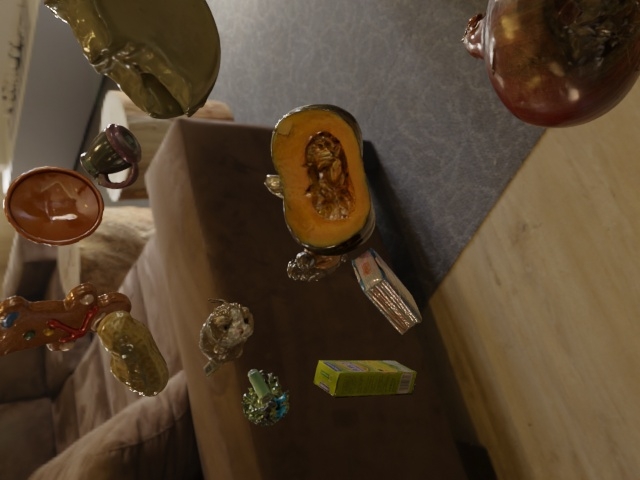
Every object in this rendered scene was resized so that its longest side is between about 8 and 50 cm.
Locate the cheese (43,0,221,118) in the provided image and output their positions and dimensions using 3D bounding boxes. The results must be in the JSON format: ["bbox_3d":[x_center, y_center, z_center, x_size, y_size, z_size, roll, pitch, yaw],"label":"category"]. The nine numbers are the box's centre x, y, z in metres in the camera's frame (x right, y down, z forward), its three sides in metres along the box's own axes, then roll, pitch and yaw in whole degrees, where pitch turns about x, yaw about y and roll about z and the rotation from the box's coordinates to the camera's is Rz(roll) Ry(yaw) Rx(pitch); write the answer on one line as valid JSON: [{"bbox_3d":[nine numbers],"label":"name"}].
[{"bbox_3d":[-0.201,-0.243,0.691,0.091,0.175,0.202,-16,111,50],"label":"cheese"}]

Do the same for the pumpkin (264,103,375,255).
[{"bbox_3d":[-0.009,-0.119,1.200,0.139,0.222,0.317,-48,-53,-80],"label":"pumpkin"}]

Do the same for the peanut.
[{"bbox_3d":[-0.342,0.206,1.058,0.093,0.083,0.194,-10,121,19],"label":"peanut"}]

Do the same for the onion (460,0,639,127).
[{"bbox_3d":[0.426,-0.373,0.986,0.354,0.354,0.353,8,99,55],"label":"onion"}]

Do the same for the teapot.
[{"bbox_3d":[-0.538,-0.210,1.503,0.146,0.148,0.116,-31,22,12],"label":"teapot"}]

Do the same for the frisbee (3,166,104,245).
[{"bbox_3d":[-0.556,-0.069,1.217,0.035,0.192,0.192,-48,55,51],"label":"frisbee"}]

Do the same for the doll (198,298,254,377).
[{"bbox_3d":[-0.215,0.220,1.307,0.115,0.105,0.221,45,139,25],"label":"doll"}]

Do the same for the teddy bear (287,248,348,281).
[{"bbox_3d":[0.000,0.000,1.416,0.190,0.140,0.177,92,-165,-52],"label":"teddy bear"}]

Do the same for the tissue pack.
[{"bbox_3d":[0.136,0.105,1.201,0.065,0.155,0.115,-37,31,11],"label":"tissue pack"}]

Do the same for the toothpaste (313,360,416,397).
[{"bbox_3d":[0.143,0.421,1.778,0.110,0.328,0.077,21,99,53],"label":"toothpaste"}]

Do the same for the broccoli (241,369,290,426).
[{"bbox_3d":[-0.163,0.460,1.715,0.155,0.167,0.160,24,129,35],"label":"broccoli"}]

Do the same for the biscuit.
[{"bbox_3d":[-0.551,0.175,1.250,0.049,0.324,0.205,50,117,23],"label":"biscuit"}]

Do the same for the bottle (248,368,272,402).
[{"bbox_3d":[-0.136,0.325,1.298,0.083,0.030,0.030,49,131,46],"label":"bottle"}]
